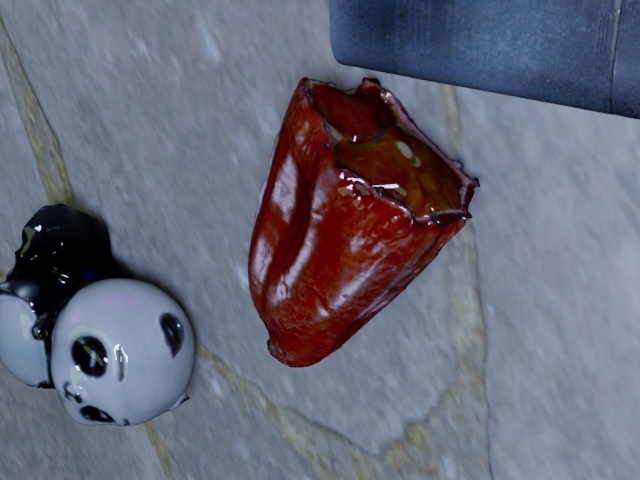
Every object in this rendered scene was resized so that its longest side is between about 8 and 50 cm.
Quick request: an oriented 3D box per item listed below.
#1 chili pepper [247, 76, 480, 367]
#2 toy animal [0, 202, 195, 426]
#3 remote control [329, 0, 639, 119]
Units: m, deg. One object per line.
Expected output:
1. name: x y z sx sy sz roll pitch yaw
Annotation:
1. chili pepper: 0.000 0.000 0.809 0.144 0.136 0.253 29 134 -6
2. toy animal: -0.198 0.080 0.958 0.179 0.138 0.166 35 140 28
3. remote control: 0.170 -0.133 0.670 0.377 0.044 0.107 16 120 32
